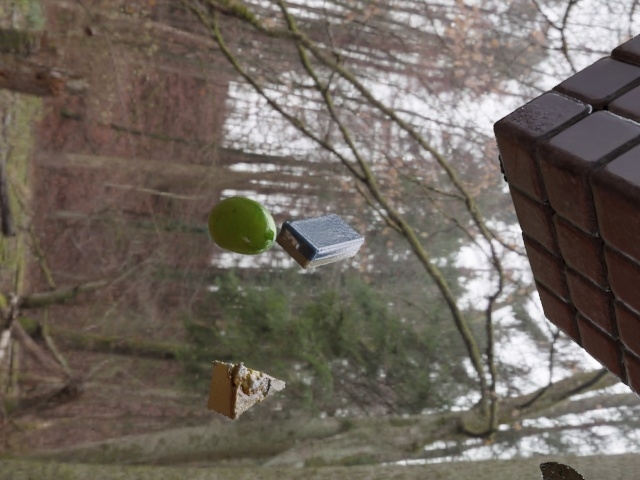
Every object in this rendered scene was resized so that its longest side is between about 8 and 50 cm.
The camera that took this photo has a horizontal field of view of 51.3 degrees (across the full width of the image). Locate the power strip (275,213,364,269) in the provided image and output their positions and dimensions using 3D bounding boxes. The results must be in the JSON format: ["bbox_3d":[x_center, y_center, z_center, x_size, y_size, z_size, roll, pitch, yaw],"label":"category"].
[{"bbox_3d":[0.000,0.000,0.788,0.056,0.123,0.032,40,-66,20],"label":"power strip"}]

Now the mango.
[{"bbox_3d":[-0.098,-0.017,0.841,0.108,0.056,0.073,27,-90,36],"label":"mango"}]

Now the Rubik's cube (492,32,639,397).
[{"bbox_3d":[0.445,-0.025,0.723,0.345,0.337,0.344,62,-6,-36],"label":"Rubik's cube"}]

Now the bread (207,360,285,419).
[{"bbox_3d":[-0.174,0.339,1.526,0.147,0.152,0.127,-3,-102,51],"label":"bread"}]

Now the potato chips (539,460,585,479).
[{"bbox_3d":[0.532,0.527,1.395,0.059,0.228,0.167,-43,-119,-3],"label":"potato chips"}]
